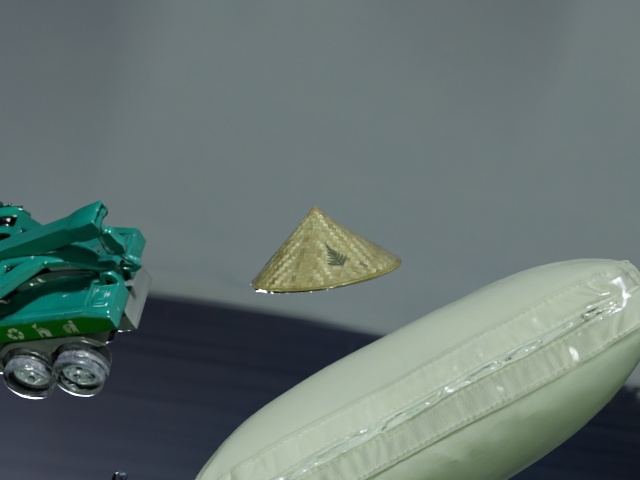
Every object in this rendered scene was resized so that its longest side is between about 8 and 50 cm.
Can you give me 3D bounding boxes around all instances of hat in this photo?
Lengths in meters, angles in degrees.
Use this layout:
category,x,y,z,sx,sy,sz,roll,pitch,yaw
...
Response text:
category,x,y,z,sx,sy,sz,roll,pitch,yaw
hat,0.000,0.000,1.645,0.146,0.146,0.067,-130,29,-78

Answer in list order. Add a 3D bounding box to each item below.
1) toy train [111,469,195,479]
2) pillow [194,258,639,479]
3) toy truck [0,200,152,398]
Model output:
category,x,y,z,sx,sy,sz,roll,pitch,yaw
toy train,-0.118,0.321,1.289,0.188,0.265,0.300,-17,79,36
pillow,0.073,0.121,1.172,0.120,0.322,0.255,60,180,13
toy truck,-0.342,0.055,1.849,0.177,0.363,0.178,-76,-33,-42
